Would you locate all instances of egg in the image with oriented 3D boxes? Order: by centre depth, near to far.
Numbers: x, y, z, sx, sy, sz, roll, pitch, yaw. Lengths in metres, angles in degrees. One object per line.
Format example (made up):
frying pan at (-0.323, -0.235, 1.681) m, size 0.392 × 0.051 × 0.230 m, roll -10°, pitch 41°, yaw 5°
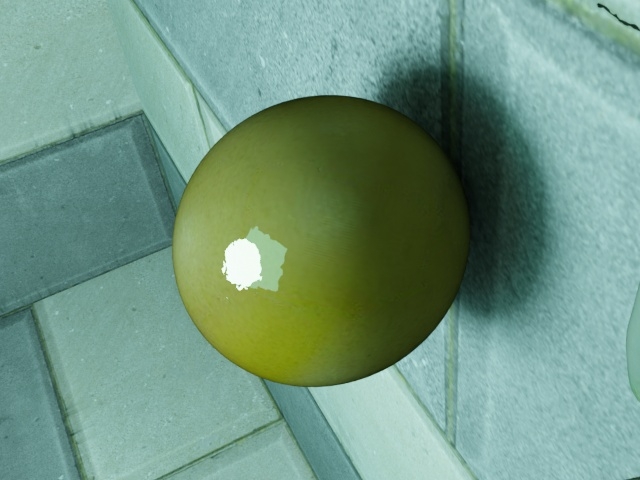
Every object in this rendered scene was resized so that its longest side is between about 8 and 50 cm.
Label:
egg at (0.000, 0.000, 0.678) m, size 0.250 × 0.250 × 0.322 m, roll 65°, pitch 157°, yaw 6°

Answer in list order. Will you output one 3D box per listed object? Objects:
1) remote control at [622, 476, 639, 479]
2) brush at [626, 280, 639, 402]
remote control at (0.250, 0.232, 0.563) m, size 0.123 × 0.038 × 0.285 m, roll 62°, pitch 165°, yaw 15°
brush at (0.184, -0.019, 0.358) m, size 0.072 × 0.067 × 0.312 m, roll -129°, pitch 22°, yaw -49°
